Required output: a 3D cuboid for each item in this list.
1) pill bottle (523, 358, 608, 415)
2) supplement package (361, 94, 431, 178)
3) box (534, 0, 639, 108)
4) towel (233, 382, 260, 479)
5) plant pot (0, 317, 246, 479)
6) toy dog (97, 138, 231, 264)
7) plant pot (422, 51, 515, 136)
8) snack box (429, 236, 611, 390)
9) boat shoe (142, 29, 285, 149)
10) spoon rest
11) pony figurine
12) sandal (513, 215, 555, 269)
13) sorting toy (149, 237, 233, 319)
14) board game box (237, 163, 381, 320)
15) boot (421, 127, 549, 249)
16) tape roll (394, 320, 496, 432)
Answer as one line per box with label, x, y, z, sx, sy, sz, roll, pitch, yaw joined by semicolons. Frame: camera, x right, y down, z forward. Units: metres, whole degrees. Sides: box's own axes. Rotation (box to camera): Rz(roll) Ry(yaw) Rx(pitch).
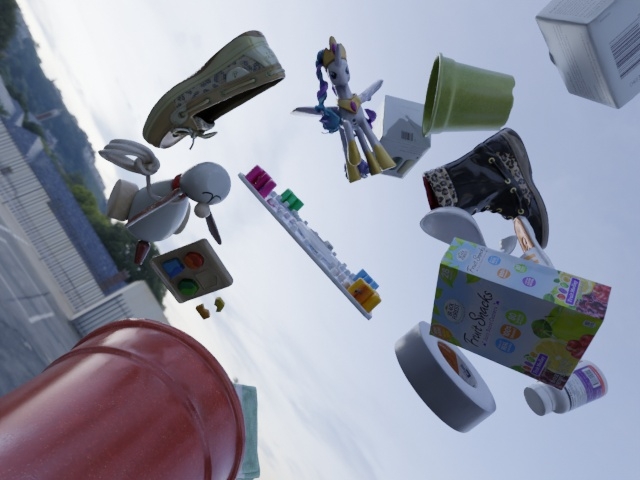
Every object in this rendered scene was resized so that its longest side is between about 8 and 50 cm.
pill bottle;0.660;0.404;1.154;0.108;0.193;0.108;164;-90;-78
supplement package;0.302;-0.410;1.727;0.263;0.199;0.198;125;-26;-67
box;0.481;-0.347;0.679;0.181;0.182;0.119;39;14;-34
towel;-0.290;0.475;1.080;0.038;0.325;0.248;-33;-131;33
plant pot;-0.248;0.244;0.412;0.272;0.272;0.265;57;12;2
toy dog;-0.291;-0.040;0.787;0.333;0.220;0.161;156;-59;-67
plant pot;0.496;-0.474;1.430;0.254;0.276;0.276;7;-42;5
snack box;0.274;0.107;0.623;0.207;0.070;0.174;21;-41;28
boat shoe;-0.192;-0.237;0.736;0.285;0.104;0.089;-33;-85;22
spoon rest;0.378;-0.012;1.073;0.276;0.084;0.137;18;-24;-19
pony figurine;0.082;-0.355;1.223;0.351;0.302;0.363;-121;-169;-86
sandal;0.530;0.052;1.097;0.102;0.076;0.265;69;10;-48
sorting toy;-0.436;0.154;1.526;0.041;0.229;0.307;-93;159;-61
board game box;0.000;0.000;1.014;0.390;0.050;0.390;48;4;5
boot;0.479;-0.099;1.236;0.138;0.284;0.377;-110;176;-72
tape roll;0.252;0.271;0.867;0.219;0.072;0.219;41;17;-15
